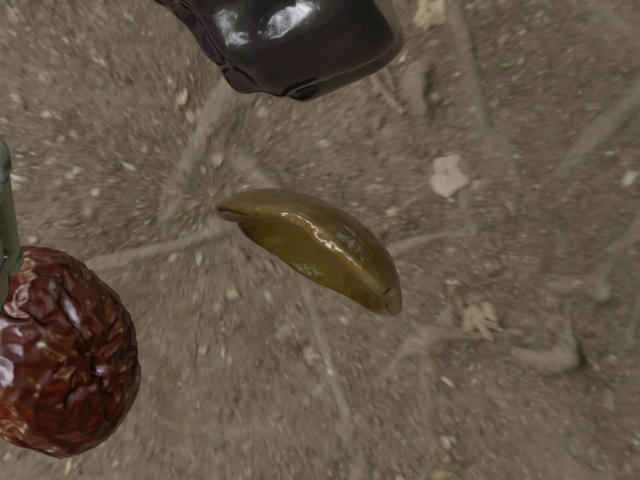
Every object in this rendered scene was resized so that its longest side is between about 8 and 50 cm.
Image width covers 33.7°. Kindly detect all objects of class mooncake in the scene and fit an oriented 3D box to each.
[{"bbox_3d":[-0.054,-0.235,0.813,0.141,0.283,0.283,-28,95,16],"label":"mooncake"}]

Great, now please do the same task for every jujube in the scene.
[{"bbox_3d":[-0.313,0.128,1.213,0.213,0.213,0.232,-37,132,-3],"label":"jujube"}]

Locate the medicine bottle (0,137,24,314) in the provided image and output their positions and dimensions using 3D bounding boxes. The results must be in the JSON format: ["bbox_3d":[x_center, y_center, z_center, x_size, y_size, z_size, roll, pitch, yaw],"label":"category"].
[{"bbox_3d":[-0.337,-0.048,0.682,0.282,0.375,0.123,20,56,1],"label":"medicine bottle"}]

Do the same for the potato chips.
[{"bbox_3d":[0.000,-0.001,0.994,0.195,0.208,0.062,36,78,-15],"label":"potato chips"}]
